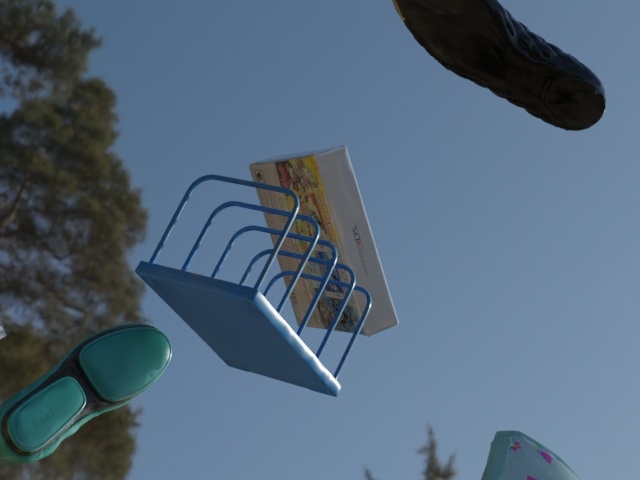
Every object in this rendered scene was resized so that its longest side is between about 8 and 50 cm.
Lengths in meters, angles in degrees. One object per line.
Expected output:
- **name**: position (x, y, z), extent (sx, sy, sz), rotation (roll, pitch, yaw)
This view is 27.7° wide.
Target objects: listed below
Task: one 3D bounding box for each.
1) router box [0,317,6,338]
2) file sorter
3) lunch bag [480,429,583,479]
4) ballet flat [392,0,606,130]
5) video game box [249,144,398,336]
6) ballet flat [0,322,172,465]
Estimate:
- **router box**: position (-0.399, 0.062, 1.356), extent (0.046, 0.179, 0.133), rotation (-16, -85, 10)
- **file sorter**: position (-0.046, 0.037, 1.080), extent (0.118, 0.104, 0.170), rotation (13, -25, 33)
- **lunch bag**: position (0.251, 0.369, 1.472), extent (0.160, 0.223, 0.262), rotation (-29, -78, 29)
- **ballet flat**: position (0.115, -0.125, 0.862), extent (0.173, 0.049, 0.057), rotation (34, -85, -13)
- **video game box**: position (0.000, 0.000, 1.444), extent (0.187, 0.048, 0.205), rotation (2, -69, 67)
- **ballet flat**: position (-0.264, 0.159, 1.370), extent (0.087, 0.247, 0.083), rotation (-23, -83, 42)
